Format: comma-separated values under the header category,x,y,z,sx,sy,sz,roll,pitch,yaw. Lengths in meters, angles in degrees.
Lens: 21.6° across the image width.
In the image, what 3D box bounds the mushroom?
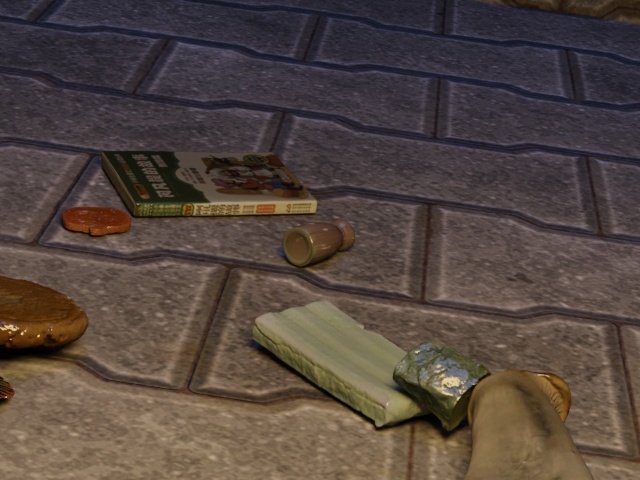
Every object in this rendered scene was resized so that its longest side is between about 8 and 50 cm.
category,x,y,z,sx,sy,sz,roll,pitch,yaw
mushroom,0.187,0.219,1.635,0.159,0.122,0.328,16,21,-3

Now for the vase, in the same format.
category,x,y,z,sx,sy,sz,roll,pitch,yaw
vase,0.000,0.000,2.199,0.053,0.053,0.101,22,23,32

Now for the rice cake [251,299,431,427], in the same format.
category,x,y,z,sx,sy,sz,roll,pitch,yaw
rice cake,0.040,0.137,1.883,0.127,0.043,0.237,-13,33,-39

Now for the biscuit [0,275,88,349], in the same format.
category,x,y,z,sx,sy,sz,roll,pitch,yaw
biscuit,-0.369,0.078,1.867,0.226,0.042,0.226,10,10,-2

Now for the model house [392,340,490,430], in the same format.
category,x,y,z,sx,sy,sz,roll,pitch,yaw
model house,0.129,0.149,1.794,0.083,0.066,0.079,33,53,22

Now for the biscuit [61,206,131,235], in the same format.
category,x,y,z,sx,sy,sz,roll,pitch,yaw
biscuit,-0.294,-0.023,2.207,0.091,0.015,0.078,3,24,-9

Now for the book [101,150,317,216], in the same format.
category,x,y,z,sx,sy,sz,roll,pitch,yaw
book,-0.160,-0.081,2.377,0.264,0.027,0.202,-1,24,-21

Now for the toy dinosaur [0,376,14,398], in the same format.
category,x,y,z,sx,sy,sz,roll,pitch,yaw
toy dinosaur,-0.364,0.143,1.750,0.106,0.044,0.187,23,9,22
